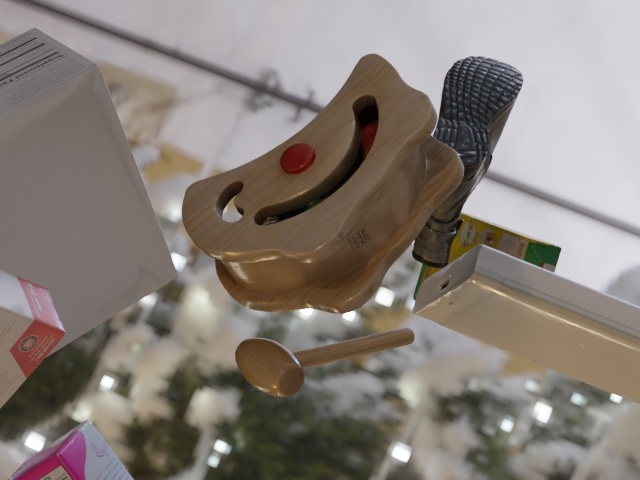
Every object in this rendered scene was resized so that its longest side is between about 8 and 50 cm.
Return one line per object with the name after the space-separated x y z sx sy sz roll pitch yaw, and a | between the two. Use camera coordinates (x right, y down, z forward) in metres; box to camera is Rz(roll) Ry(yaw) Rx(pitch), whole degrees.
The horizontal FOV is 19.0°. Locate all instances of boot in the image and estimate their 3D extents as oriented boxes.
0.152 -0.090 2.138 0.246 0.083 0.161 -62 -11 -50 | boot

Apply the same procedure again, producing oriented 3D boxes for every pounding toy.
0.000 0.000 1.488 0.269 0.154 0.155 -51 -43 -20 | pounding toy

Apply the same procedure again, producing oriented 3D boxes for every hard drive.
0.257 0.093 1.805 0.203 0.307 0.040 137 154 -72 | hard drive

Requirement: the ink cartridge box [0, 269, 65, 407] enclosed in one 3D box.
-0.336 0.069 1.653 0.198 0.067 0.115 27 -67 -42 | ink cartridge box

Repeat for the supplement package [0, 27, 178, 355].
-0.294 -0.041 1.906 0.204 0.145 0.262 -31 -54 -20 | supplement package

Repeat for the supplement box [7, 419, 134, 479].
-0.270 0.345 2.288 0.114 0.220 0.111 -32 6 20 | supplement box

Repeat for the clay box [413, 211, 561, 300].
0.193 0.041 2.271 0.053 0.222 0.127 14 -85 -26 | clay box
